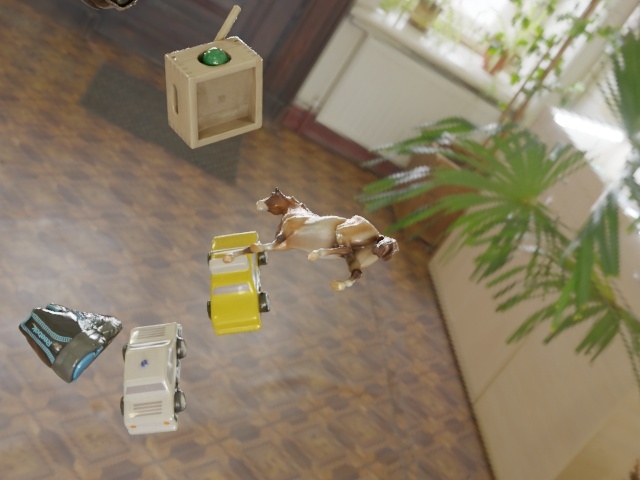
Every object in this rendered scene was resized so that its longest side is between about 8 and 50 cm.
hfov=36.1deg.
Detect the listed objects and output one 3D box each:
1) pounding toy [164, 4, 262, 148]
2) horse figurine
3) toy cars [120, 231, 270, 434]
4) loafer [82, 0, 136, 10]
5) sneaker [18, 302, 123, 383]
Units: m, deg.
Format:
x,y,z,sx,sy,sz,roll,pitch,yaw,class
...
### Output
x,y,z,sx,sy,sz,roll,pitch,yaw,class
-0.142,-0.223,1.329,0.130,0.141,0.100,-21,45,-27,pounding toy
0.000,0.000,1.297,0.263,0.066,0.174,10,24,30,horse figurine
-0.207,0.130,1.583,0.176,0.393,0.087,30,-22,27,toy cars
-0.134,-0.243,0.701,0.078,0.220,0.080,27,56,4,loafer
-0.459,0.165,1.818,0.140,0.125,0.341,40,-6,-4,sneaker
